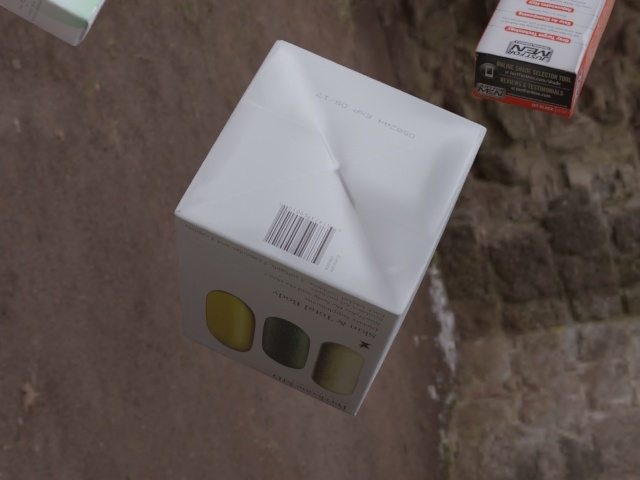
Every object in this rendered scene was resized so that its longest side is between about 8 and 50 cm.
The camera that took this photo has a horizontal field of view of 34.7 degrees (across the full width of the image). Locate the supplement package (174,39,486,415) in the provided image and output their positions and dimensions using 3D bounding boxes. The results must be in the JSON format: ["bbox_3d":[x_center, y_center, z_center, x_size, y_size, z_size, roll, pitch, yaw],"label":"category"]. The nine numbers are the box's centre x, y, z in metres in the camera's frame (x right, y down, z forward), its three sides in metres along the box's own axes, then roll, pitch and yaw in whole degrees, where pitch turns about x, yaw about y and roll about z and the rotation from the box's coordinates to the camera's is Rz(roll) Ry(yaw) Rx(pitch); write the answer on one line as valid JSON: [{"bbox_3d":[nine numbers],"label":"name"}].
[{"bbox_3d":[0.000,0.000,0.942,0.263,0.199,0.198,103,13,-63],"label":"supplement package"}]

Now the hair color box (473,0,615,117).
[{"bbox_3d":[0.162,-0.154,0.724,0.043,0.072,0.141,85,27,-49],"label":"hair color box"}]

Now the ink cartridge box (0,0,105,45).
[{"bbox_3d":[-0.264,-0.292,0.864,0.224,0.056,0.181,29,59,-17],"label":"ink cartridge box"}]
